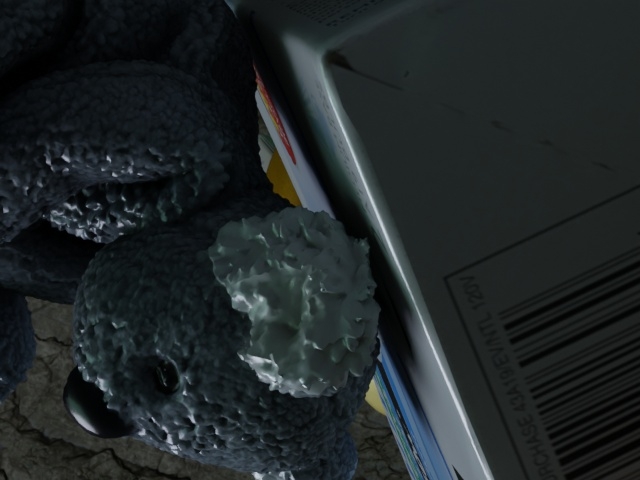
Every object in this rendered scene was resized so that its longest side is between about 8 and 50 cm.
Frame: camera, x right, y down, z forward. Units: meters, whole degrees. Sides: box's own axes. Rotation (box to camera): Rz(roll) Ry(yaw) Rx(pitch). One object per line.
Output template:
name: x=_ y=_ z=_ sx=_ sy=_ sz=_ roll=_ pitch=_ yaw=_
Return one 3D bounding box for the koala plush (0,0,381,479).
koala plush: x=-0.059 y=0.008 z=0.686 sx=0.221 sy=0.203 sz=0.196 roll=42 pitch=153 yaw=22

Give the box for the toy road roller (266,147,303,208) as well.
toy road roller: x=0.056 y=-0.093 z=1.044 sx=0.202 sy=0.241 sz=0.329 roll=-135 pitch=21 yaw=-79

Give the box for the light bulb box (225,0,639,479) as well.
light bulb box: x=0.129 y=0.006 z=0.783 sx=0.361 sy=0.225 sz=0.357 roll=-133 pitch=19 yaw=-75

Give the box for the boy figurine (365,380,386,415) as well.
boy figurine: x=0.147 y=0.167 z=1.581 sx=0.285 sy=0.092 sz=0.177 roll=36 pitch=-127 yaw=-26

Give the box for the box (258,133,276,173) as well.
box: x=0.000 y=0.000 z=1.373 sx=0.113 sy=0.094 sz=0.275 roll=50 pitch=-169 yaw=19
